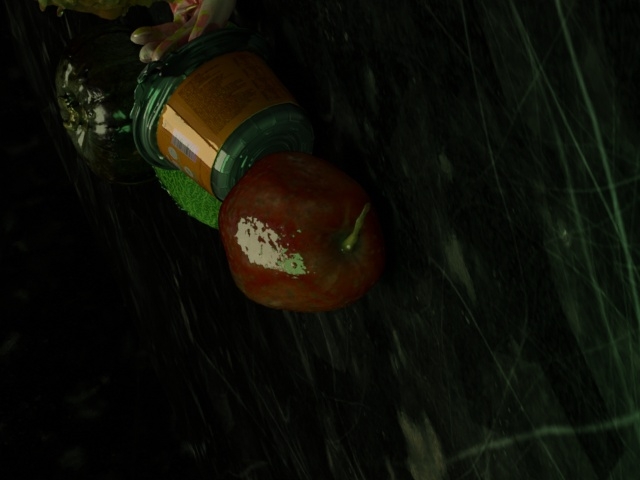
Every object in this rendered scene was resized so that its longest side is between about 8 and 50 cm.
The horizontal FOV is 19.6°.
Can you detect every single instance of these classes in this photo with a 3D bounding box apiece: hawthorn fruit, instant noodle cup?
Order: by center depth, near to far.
[{"bbox_3d":[0.000,0.000,1.761,0.203,0.162,0.163,19,128,52],"label":"hawthorn fruit"},{"bbox_3d":[-0.086,-0.114,1.909,0.125,0.208,0.178,44,119,33],"label":"instant noodle cup"}]

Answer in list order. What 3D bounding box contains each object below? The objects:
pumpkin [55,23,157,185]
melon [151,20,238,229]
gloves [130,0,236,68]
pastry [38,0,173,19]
[{"bbox_3d":[-0.296,-0.192,2.662,0.238,0.159,0.238,166,90,-74],"label":"pumpkin"},{"bbox_3d":[-0.126,-0.134,2.107,0.169,0.129,0.265,112,139,-66],"label":"melon"},{"bbox_3d":[-0.141,-0.272,1.996,0.145,0.126,0.241,-64,37,37],"label":"gloves"},{"bbox_3d":[-0.239,-0.411,1.741,0.337,0.292,0.405,-28,96,50],"label":"pastry"}]
